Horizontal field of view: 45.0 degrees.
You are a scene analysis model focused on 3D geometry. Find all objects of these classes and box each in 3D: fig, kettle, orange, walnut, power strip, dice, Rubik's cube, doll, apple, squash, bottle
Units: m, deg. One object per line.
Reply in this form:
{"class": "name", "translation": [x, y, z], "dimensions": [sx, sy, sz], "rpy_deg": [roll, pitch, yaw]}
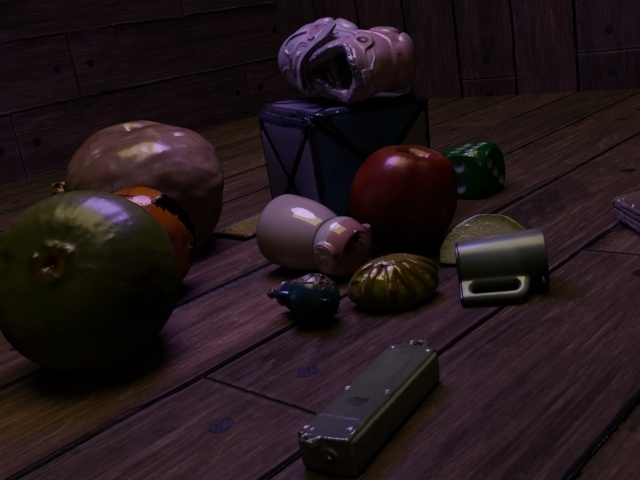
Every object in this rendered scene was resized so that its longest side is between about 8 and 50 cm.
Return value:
{"class": "fig", "translation": [-0.366, 0.071, 1.268], "dimensions": [0.316, 0.316, 0.316], "rpy_deg": [-9, 16, 3]}
{"class": "kettle", "translation": [0.304, 0.048, 1.292], "dimensions": [0.148, 0.126, 0.098], "rpy_deg": [-8, -16, 13]}
{"class": "orange", "translation": [-0.354, 0.010, 1.513], "dimensions": [0.234, 0.234, 0.182], "rpy_deg": [-20, 20, -33]}
{"class": "walnut", "translation": [-0.404, -0.110, 1.790], "dimensions": [0.381, 0.381, 0.381], "rpy_deg": [-9, 16, 3]}
{"class": "power strip", "translation": [0.068, 0.200, 0.954], "dimensions": [0.078, 0.052, 0.272], "rpy_deg": [1, 19, 33]}
{"class": "dice", "translation": [0.376, -0.176, 1.920], "dimensions": [0.131, 0.120, 0.128], "rpy_deg": [4, 22, 41]}
{"class": "Rubik's cube", "translation": [0.058, -0.175, 1.785], "dimensions": [0.305, 0.307, 0.310], "rpy_deg": [-15, 18, -27]}
{"class": "doll", "translation": [-0.020, 0.096, 1.300], "dimensions": [0.114, 0.085, 0.152], "rpy_deg": [4, -1, -23]}
{"class": "apple", "translation": [0.169, -0.087, 1.566], "dimensions": [0.218, 0.201, 0.218], "rpy_deg": [8, 21, -3]}
{"class": "squash", "translation": [0.328, -0.019, 1.486], "dimensions": [0.192, 0.085, 0.184], "rpy_deg": [-1, 19, 22]}
{"class": "bottle", "translation": [0.000, 0.000, 1.517], "dimensions": [0.236, 0.147, 0.147], "rpy_deg": [17, 30, 41]}

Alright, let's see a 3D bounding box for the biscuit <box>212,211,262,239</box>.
{"class": "biscuit", "translation": [-0.148, -0.046, 1.956], "dimensions": [0.139, 0.016, 0.231], "rpy_deg": [6, 22, 43]}

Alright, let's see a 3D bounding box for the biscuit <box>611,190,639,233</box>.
{"class": "biscuit", "translation": [0.637, -0.043, 1.440], "dimensions": [0.108, 0.061, 0.239], "rpy_deg": [-11, 15, 2]}

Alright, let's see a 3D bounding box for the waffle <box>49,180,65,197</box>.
{"class": "waffle", "translation": [-0.541, -0.132, 2.122], "dimensions": [0.382, 0.095, 0.379], "rpy_deg": [-6, -4, -13]}

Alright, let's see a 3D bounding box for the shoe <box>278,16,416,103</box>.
{"class": "shoe", "translation": [0.019, -0.391, 1.681], "dimensions": [0.351, 0.172, 0.198], "rpy_deg": [8, 25, 39]}

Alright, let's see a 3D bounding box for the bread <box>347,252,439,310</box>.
{"class": "bread", "translation": [0.121, 0.078, 1.303], "dimensions": [0.157, 0.083, 0.094], "rpy_deg": [-5, 29, 9]}
